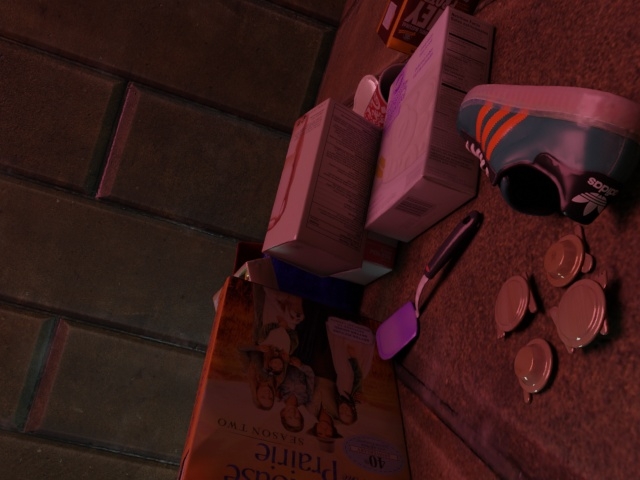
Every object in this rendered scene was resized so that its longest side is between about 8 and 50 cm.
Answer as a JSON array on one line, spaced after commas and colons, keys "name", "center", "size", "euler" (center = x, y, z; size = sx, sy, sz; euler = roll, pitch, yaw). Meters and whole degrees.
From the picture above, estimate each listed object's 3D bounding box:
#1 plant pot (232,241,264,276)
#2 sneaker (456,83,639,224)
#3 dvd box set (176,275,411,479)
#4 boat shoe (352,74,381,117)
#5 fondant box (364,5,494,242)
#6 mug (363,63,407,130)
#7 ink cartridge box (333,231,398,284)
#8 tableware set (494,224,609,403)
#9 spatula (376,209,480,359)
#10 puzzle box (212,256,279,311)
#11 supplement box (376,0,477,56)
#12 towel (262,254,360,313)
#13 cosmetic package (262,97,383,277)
[{"name": "plant pot", "center": [-0.111, 0.167, 1.483], "size": [0.267, 0.267, 0.235], "euler": [-107, 23, -70]}, {"name": "sneaker", "center": [0.218, -0.098, 0.595], "size": [0.302, 0.108, 0.121], "euler": [-123, 55, -74]}, {"name": "dvd box set", "center": [-0.027, 0.241, 0.779], "size": [0.420, 0.308, 0.062], "euler": [-89, 21, -56]}, {"name": "boat shoe", "center": [0.121, -0.303, 1.419], "size": [0.109, 0.091, 0.305], "euler": [56, 144, 25]}, {"name": "fondant box", "center": [0.184, -0.189, 0.932], "size": [0.238, 0.096, 0.330], "euler": [133, 153, -65]}, {"name": "mug", "center": [0.176, -0.303, 1.190], "size": [0.169, 0.150, 0.113], "euler": [133, 115, -75]}, {"name": "ink cartridge box", "center": [0.100, -0.033, 1.115], "size": [0.158, 0.092, 0.217], "euler": [137, 147, -66]}, {"name": "tableware set", "center": [0.227, 0.070, 0.538], "size": [0.168, 0.020, 0.141], "euler": [116, 167, -45]}, {"name": "spatula", "center": [0.161, 0.072, 0.822], "size": [0.084, 0.030, 0.296], "euler": [-91, 21, -54]}, {"name": "puzzle box", "center": [-0.146, 0.212, 1.136], "size": [0.409, 0.052, 0.272], "euler": [141, 116, -65]}, {"name": "supplement box", "center": [0.220, -0.480, 1.095], "size": [0.194, 0.129, 0.191], "euler": [-93, 23, -60]}, {"name": "towel", "center": [0.000, 0.000, 1.202], "size": [0.076, 0.228, 0.308], "euler": [132, 154, -65]}, {"name": "cosmetic package", "center": [0.011, -0.096, 1.022], "size": [0.129, 0.153, 0.296], "euler": [-19, 51, 52]}]
